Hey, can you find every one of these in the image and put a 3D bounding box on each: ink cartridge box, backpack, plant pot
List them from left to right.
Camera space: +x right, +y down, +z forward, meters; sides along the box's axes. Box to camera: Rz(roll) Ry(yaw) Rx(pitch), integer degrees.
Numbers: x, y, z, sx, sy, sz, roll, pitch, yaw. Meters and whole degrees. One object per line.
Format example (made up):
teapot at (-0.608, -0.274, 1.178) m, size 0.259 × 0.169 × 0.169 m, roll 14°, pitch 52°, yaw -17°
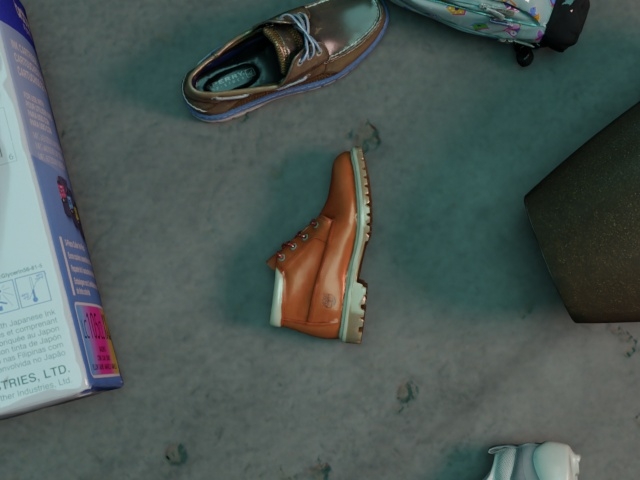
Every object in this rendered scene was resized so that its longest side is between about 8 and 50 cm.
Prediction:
ink cartridge box at (-0.334, -0.042, 1.035) m, size 0.270 × 0.151 × 0.395 m, roll -15°, pitch 86°, yaw -2°
backpack at (0.126, -0.234, 1.066) m, size 0.182 × 0.115 × 0.152 m, roll 12°, pitch 82°, yaw -5°
plant pot at (0.280, -0.028, 1.024) m, size 0.230 × 0.215 × 0.215 m, roll -22°, pitch 85°, yaw 13°

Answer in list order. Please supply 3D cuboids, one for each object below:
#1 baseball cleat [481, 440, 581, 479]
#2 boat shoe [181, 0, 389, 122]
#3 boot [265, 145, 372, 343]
baseball cleat at (0.163, 0.262, 1.060) m, size 0.109 × 0.072 × 0.206 m, roll -4°, pitch 80°, yaw 13°
boat shoe at (-0.026, -0.150, 1.086) m, size 0.183 × 0.066 × 0.066 m, roll -31°, pitch 86°, yaw -3°
boot at (0.000, 0.000, 1.080) m, size 0.084 × 0.059 × 0.158 m, roll 6°, pitch 86°, yaw 5°
